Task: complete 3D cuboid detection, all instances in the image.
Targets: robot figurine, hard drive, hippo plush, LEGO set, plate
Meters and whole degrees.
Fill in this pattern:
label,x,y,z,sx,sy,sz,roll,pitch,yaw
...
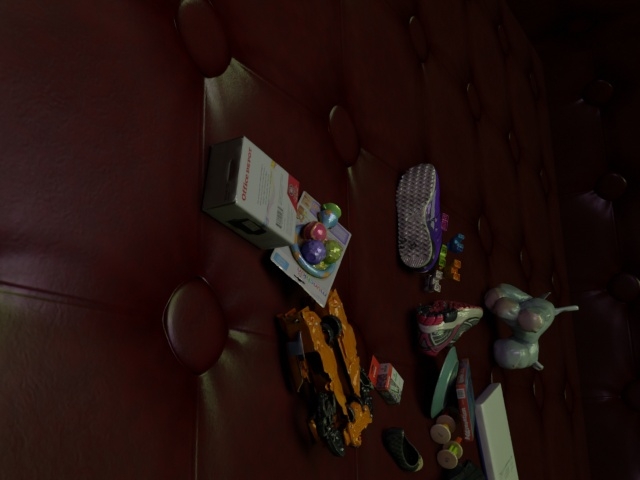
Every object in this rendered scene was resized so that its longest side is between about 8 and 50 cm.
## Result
label,x,y,z,sx,sy,sz,roll,pitch,yaw
robot figurine,0.017,0.249,1.358,0.211,0.085,0.291,-27,104,-59
hard drive,0.523,0.611,2.181,0.210,0.040,0.318,-15,95,-61
hippo plush,0.634,0.288,2.372,0.294,0.234,0.236,-6,117,-46
LEGO set,0.327,0.055,1.983,0.087,0.093,0.227,22,62,-21
plate,0.317,0.359,1.836,0.188,0.024,0.188,15,90,-70

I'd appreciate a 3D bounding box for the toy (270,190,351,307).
label,x,y,z,sx,sy,sz,roll,pitch,yaw
toy,0.000,0.000,1.380,0.137,0.056,0.237,43,32,-15

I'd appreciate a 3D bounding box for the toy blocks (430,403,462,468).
label,x,y,z,sx,sy,sz,roll,pitch,yaw
toy blocks,0.336,0.495,1.875,0.148,0.054,0.123,-30,106,-60

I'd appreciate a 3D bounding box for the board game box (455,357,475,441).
label,x,y,z,sx,sy,sz,roll,pitch,yaw
board game box,0.386,0.415,1.938,0.281,0.027,0.145,-17,100,-76

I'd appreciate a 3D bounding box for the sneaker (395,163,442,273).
label,x,y,z,sx,sy,sz,roll,pitch,yaw
sneaker,0.265,-0.049,1.890,0.146,0.102,0.293,38,54,-55

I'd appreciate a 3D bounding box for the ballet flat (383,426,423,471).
label,x,y,z,sx,sy,sz,roll,pitch,yaw
ballet flat,0.193,0.471,1.633,0.173,0.049,0.057,52,40,-40

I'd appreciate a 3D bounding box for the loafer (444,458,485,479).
label,x,y,z,sx,sy,sz,roll,pitch,yaw
loafer,0.343,0.603,1.845,0.223,0.076,0.078,6,44,-56

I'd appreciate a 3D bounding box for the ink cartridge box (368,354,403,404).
label,x,y,z,sx,sy,sz,roll,pitch,yaw
ink cartridge box,0.146,0.309,1.623,0.115,0.029,0.063,55,38,-38

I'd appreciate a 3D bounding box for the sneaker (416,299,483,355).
label,x,y,z,sx,sy,sz,roll,pitch,yaw
sneaker,0.326,0.219,1.899,0.299,0.121,0.112,-4,100,-54

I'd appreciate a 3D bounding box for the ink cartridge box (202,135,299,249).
label,x,y,z,sx,sy,sz,roll,pitch,yaw
ink cartridge box,-0.114,-0.077,1.242,0.175,0.072,0.127,38,50,-50
